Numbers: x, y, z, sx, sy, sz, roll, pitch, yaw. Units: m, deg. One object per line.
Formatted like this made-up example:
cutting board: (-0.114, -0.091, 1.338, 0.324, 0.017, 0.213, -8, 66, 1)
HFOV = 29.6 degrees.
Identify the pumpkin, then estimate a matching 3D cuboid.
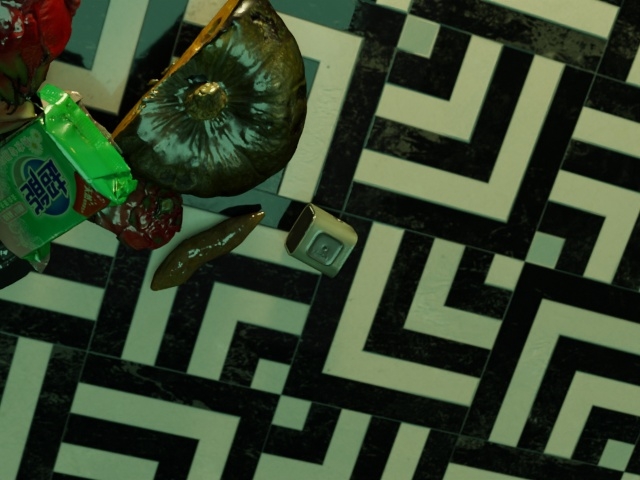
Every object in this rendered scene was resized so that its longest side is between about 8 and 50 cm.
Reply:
pumpkin: (-0.135, -0.185, 1.764, 0.232, 0.242, 0.325, 40, 101, -11)

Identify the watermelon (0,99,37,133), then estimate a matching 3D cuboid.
watermelon: (-0.501, -0.176, 1.789, 0.163, 0.087, 0.069, -10, 139, -10)

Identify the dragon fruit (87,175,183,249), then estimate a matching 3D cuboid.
dragon fruit: (-0.277, -0.049, 1.843, 0.142, 0.130, 0.121, 44, 106, 19)

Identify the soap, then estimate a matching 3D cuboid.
soap: (-0.395, -0.085, 1.748, 0.273, 0.098, 0.218, -24, 113, 43)

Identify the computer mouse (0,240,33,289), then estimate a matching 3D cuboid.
computer mouse: (-0.523, 0.035, 1.854, 0.192, 0.062, 0.106, -24, 111, -1)

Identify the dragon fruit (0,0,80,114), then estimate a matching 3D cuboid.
dragon fruit: (-0.433, -0.312, 1.692, 0.233, 0.234, 0.293, -21, 123, -3)

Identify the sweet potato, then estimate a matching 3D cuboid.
sweet potato: (-0.182, 0.011, 1.913, 0.218, 0.051, 0.065, -34, 152, 2)

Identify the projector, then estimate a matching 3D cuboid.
projector: (0.000, 0.000, 1.929, 0.082, 0.083, 0.083, 29, 101, -18)
